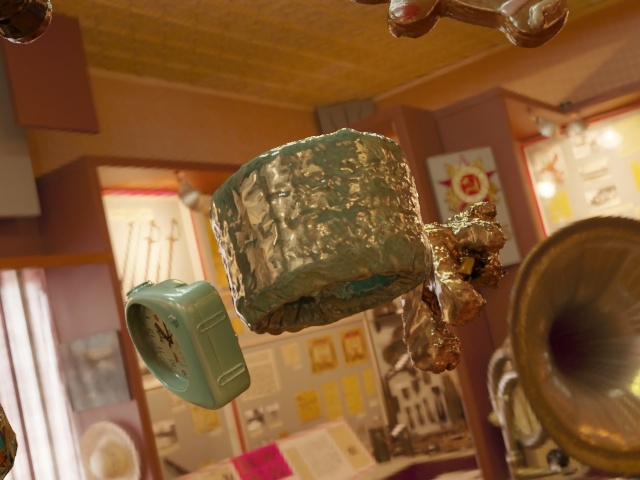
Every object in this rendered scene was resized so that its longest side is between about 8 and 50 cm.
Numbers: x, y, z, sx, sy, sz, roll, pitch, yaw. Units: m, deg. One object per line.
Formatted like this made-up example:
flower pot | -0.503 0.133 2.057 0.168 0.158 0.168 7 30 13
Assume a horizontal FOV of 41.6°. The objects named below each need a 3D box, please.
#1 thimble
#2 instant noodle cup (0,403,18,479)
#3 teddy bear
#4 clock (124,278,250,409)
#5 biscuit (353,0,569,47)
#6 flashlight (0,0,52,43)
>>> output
thimble | 0.000 0.000 0.821 0.199 0.143 0.235 -11 -14 -16
instant noodle cup | -0.610 0.316 1.363 0.240 0.178 0.240 -10 38 8
teddy bear | 0.233 0.072 1.408 0.223 0.296 0.246 4 -51 -24
clock | -0.249 0.166 1.480 0.094 0.223 0.274 -30 25 -33
biscuit | 0.212 -0.438 1.382 0.432 0.283 0.064 19 -30 26
flashlight | -0.433 -0.338 1.075 0.093 0.093 0.232 -14 -16 9
